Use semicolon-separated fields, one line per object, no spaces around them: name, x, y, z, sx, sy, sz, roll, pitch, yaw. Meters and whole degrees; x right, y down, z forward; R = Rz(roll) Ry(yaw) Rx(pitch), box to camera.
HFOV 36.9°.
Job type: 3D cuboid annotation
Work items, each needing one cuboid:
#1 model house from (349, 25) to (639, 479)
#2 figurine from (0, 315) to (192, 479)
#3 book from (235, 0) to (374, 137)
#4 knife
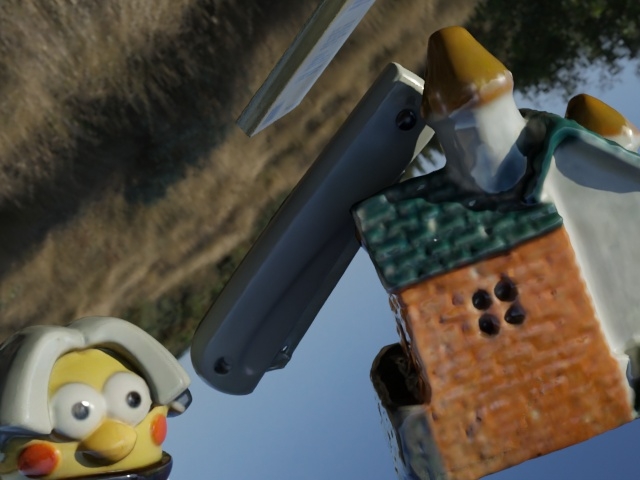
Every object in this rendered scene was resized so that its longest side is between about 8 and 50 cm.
model house;0.132;-0.010;0.688;0.271;0.301;0.190;-20;-166;1
figurine;-0.162;0.171;0.638;0.176;0.237;0.133;-6;174;-37
book;0.000;-0.226;1.088;0.231;0.026;0.161;-50;178;29
knife;-0.002;-0.002;0.686;0.266;0.073;0.040;-56;-161;7
